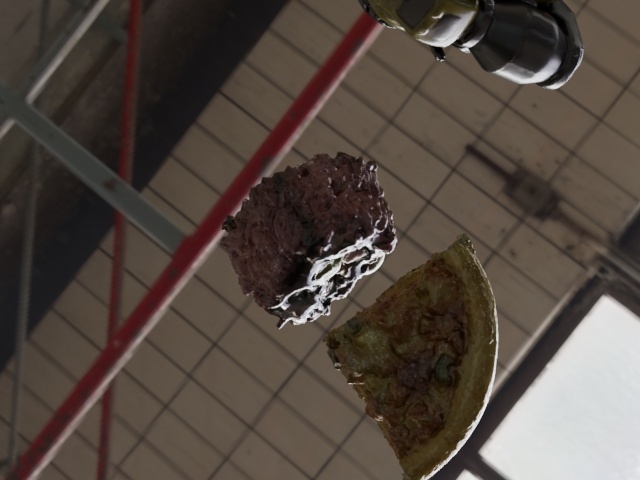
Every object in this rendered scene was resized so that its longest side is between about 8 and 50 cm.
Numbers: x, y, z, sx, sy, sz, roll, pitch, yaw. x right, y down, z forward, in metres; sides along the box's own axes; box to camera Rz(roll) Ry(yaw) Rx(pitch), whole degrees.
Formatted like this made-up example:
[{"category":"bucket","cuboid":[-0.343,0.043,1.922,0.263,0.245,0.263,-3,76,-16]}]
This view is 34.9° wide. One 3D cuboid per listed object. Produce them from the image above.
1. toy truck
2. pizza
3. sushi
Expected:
[{"category":"toy truck","cuboid":[0.155,-0.235,1.012,0.224,0.165,0.147,6,144,-35]},{"category":"pizza","cuboid":[0.097,0.127,1.128,0.058,0.197,0.292,8,97,-82]},{"category":"sushi","cuboid":[0.000,0.000,1.540,0.237,0.171,0.270,3,140,-41]}]
